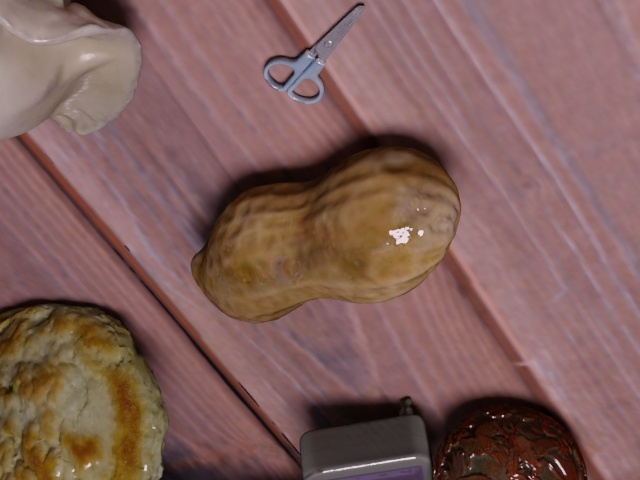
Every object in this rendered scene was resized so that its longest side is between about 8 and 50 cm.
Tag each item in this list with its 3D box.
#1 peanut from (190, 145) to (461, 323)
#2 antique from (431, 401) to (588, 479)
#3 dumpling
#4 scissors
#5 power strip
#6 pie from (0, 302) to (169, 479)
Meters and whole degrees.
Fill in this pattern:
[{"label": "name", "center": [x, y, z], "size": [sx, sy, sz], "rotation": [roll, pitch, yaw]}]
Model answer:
[{"label": "peanut", "center": [0.001, 0.001, 0.843], "size": [0.193, 0.089, 0.089], "rotation": [-12, 130, 39]}, {"label": "antique", "center": [0.121, 0.154, 0.947], "size": [0.104, 0.104, 0.104], "rotation": [12, 139, 10]}, {"label": "dumpling", "center": [-0.162, -0.101, 0.779], "size": [0.134, 0.100, 0.169], "rotation": [8, 139, 10]}, {"label": "scissors", "center": [0.001, -0.100, 0.784], "size": [0.036, 0.006, 0.083], "rotation": [32, 139, -16]}, {"label": "power strip", "center": [0.016, 0.205, 1.047], "size": [0.145, 0.061, 0.215], "rotation": [-10, 134, 2]}, {"label": "pie", "center": [-0.205, 0.149, 1.021], "size": [0.248, 0.201, 0.090], "rotation": [-24, 149, 26]}]
